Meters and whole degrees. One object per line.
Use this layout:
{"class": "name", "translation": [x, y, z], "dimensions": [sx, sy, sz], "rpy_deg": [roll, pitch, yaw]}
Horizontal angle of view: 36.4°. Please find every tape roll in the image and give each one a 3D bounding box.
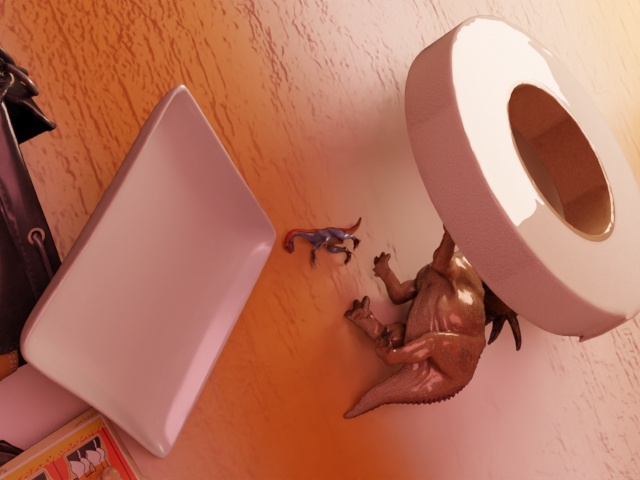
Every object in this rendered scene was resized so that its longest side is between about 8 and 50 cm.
{"class": "tape roll", "translation": [0.252, -0.077, 1.126], "dimensions": [0.392, 0.072, 0.391], "rpy_deg": [29, 46, -34]}

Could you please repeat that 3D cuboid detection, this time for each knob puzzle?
{"class": "knob puzzle", "translation": [-0.205, 0.265, 0.884], "dimensions": [0.213, 0.030, 0.213], "rpy_deg": [36, 39, -36]}

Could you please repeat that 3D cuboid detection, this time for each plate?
{"class": "plate", "translation": [-0.155, 0.037, 0.923], "dimensions": [0.277, 0.045, 0.278], "rpy_deg": [-65, 152, -22]}

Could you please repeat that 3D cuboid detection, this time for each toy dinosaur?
{"class": "toy dinosaur", "translation": [0.152, 0.097, 1.105], "dimensions": [0.200, 0.127, 0.295], "rpy_deg": [36, 72, -24]}
{"class": "toy dinosaur", "translation": [0.000, 0.000, 1.099], "dimensions": [0.082, 0.047, 0.090], "rpy_deg": [24, 37, -12]}

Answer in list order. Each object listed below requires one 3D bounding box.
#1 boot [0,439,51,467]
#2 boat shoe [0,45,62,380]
{"class": "boot", "translation": [-0.267, 0.273, 0.879], "dimensions": [0.247, 0.083, 0.161], "rpy_deg": [27, 63, -22]}
{"class": "boat shoe", "translation": [-0.327, -0.114, 0.865], "dimensions": [0.156, 0.187, 0.499], "rpy_deg": [-14, 93, -30]}
